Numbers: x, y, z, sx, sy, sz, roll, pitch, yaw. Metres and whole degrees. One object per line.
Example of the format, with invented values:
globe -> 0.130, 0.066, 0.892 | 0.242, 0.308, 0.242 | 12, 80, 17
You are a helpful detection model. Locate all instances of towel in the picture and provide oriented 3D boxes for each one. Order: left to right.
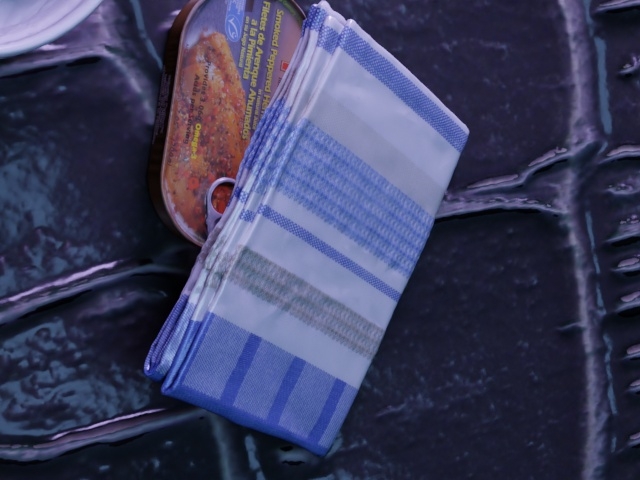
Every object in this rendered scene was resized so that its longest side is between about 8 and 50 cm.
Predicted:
towel -> 0.000, 0.000, 0.919 | 0.209, 0.034, 0.285 | 32, 80, -49

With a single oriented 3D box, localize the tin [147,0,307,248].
tin -> -0.061, -0.086, 0.905 | 0.106, 0.040, 0.189 | 9, 90, -25

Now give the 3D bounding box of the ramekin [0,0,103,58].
ramekin -> -0.219, -0.208, 0.765 | 0.207, 0.109, 0.207 | -3, 96, -28
